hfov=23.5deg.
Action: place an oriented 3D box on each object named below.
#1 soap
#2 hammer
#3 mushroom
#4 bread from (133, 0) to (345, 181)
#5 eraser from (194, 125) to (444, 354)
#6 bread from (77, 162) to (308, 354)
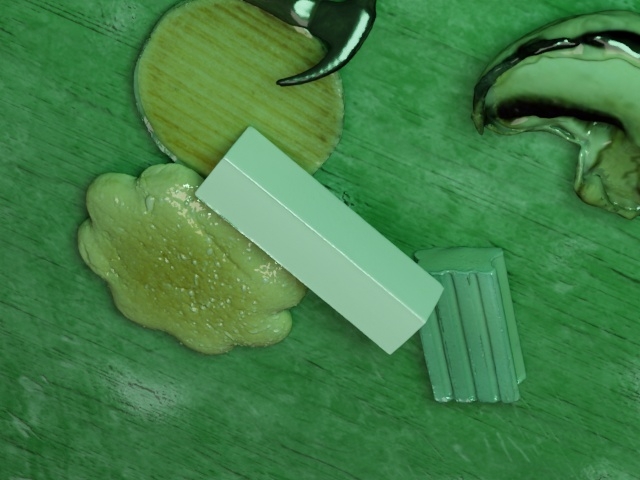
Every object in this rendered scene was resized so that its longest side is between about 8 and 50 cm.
[{"bbox_3d":[0.179,0.104,1.871,0.115,0.063,0.198,0,123,21],"label":"soap"},{"bbox_3d":[-0.146,-0.314,1.687,0.440,0.044,0.168,27,95,7],"label":"hammer"},{"bbox_3d":[0.336,-0.130,1.627,0.344,0.130,0.247,20,141,7],"label":"mushroom"},{"bbox_3d":[-0.092,-0.171,1.789,0.267,0.040,0.267,10,126,14],"label":"bread"},{"bbox_3d":[0.000,0.000,1.786,0.298,0.078,0.076,39,130,-4],"label":"eraser"},{"bbox_3d":[-0.165,0.033,1.929,0.316,0.054,0.316,14,134,15],"label":"bread"}]
